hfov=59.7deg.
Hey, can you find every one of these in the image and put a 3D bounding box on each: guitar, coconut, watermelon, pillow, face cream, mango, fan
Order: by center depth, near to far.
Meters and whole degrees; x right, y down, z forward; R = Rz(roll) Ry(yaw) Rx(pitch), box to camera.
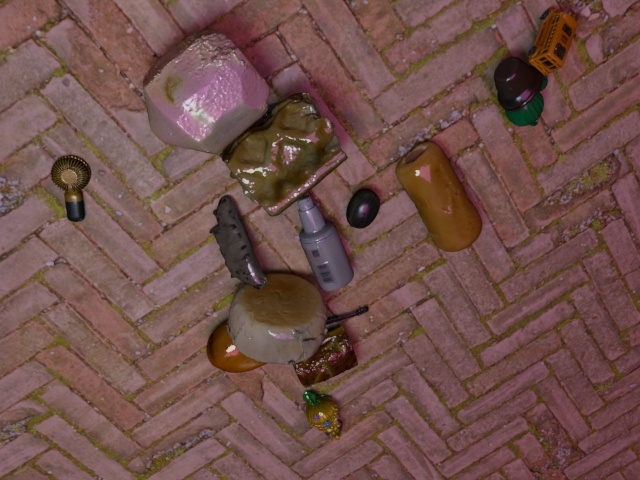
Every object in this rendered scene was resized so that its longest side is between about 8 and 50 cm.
[{"bbox_3d":[-0.248,-0.298,1.153,0.245,0.233,0.233,-41,114,1],"label":"coconut"},{"bbox_3d":[-0.562,-0.114,1.268,0.082,0.039,0.155,-3,113,-11],"label":"fan"},{"bbox_3d":[-0.211,0.015,1.364,0.093,0.051,0.241,-23,92,23],"label":"pillow"},{"bbox_3d":[0.000,0.000,1.403,0.101,0.101,0.252,-23,114,-2],"label":"face cream"},{"bbox_3d":[0.106,-0.078,1.407,0.078,0.078,0.111,18,108,-18],"label":"watermelon"},{"bbox_3d":[-0.189,0.274,1.469,0.219,0.112,0.145,-9,113,-12],"label":"mango"},{"bbox_3d":[0.021,0.219,1.539,0.233,0.025,0.088,-16,115,-6],"label":"guitar"}]

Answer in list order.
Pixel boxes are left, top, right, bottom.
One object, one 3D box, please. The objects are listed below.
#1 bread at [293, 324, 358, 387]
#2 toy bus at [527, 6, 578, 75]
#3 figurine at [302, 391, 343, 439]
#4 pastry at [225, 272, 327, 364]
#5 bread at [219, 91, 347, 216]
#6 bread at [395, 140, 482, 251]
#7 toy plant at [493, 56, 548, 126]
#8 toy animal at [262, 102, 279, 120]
[{"bbox_3d":[0.009,0.325,1.536,0.172,0.103,0.132,-23,135,-5],"label":"bread"},{"bbox_3d":[0.551,-0.476,1.311,0.069,0.074,0.162,29,75,-21],"label":"toy bus"},{"bbox_3d":[0.010,0.506,1.610,0.095,0.115,0.156,-31,114,-9],"label":"figurine"},{"bbox_3d":[-0.107,0.191,1.381,0.265,0.265,0.133,5,124,-14],"label":"pastry"},{"bbox_3d":[-0.084,-0.189,1.246,0.252,0.238,0.196,-36,102,-2],"label":"bread"},{"bbox_3d":[0.310,-0.103,1.435,0.142,0.091,0.305,-37,115,-1],"label":"bread"},{"bbox_3d":[0.497,-0.362,1.364,0.200,0.105,0.143,34,83,-41],"label":"toy plant"},{"bbox_3d":[-0.130,-0.296,1.290,0.084,0.028,0.050,-3,104,-10],"label":"toy animal"}]
